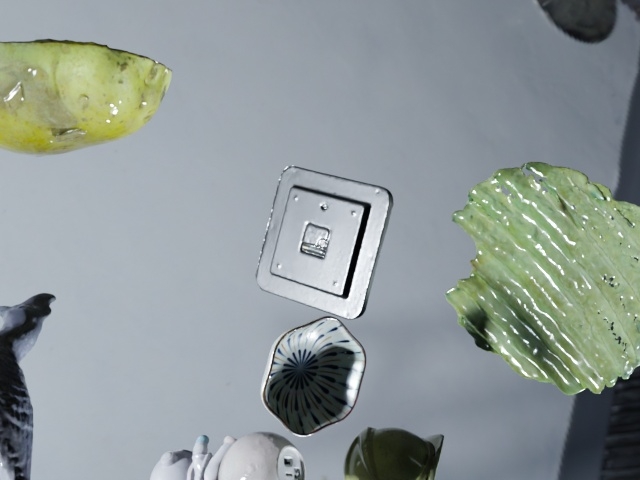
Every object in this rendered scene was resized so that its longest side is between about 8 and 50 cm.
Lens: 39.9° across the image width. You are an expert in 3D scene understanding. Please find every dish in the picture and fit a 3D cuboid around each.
[{"bbox_3d":[-0.022,0.204,1.369,0.191,0.066,0.190,-6,101,-33],"label":"dish"}]

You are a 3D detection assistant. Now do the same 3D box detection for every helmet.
[{"bbox_3d":[0.118,0.420,1.674,0.137,0.204,0.257,46,28,-7],"label":"helmet"}]

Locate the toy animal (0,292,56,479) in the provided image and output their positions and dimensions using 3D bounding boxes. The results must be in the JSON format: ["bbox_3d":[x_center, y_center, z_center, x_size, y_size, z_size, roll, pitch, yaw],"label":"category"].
[{"bbox_3d":[-0.367,0.196,0.942,0.206,0.081,0.366,12,49,-36],"label":"toy animal"}]

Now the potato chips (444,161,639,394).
[{"bbox_3d":[0.378,0.074,1.439,0.097,0.389,0.373,-11,118,-41],"label":"potato chips"}]

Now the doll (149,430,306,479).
[{"bbox_3d":[-0.167,0.399,1.471,0.151,0.287,0.150,34,50,-53],"label":"doll"}]

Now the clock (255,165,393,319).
[{"bbox_3d":[0.000,0.000,1.793,0.049,0.279,0.273,10,95,-57],"label":"clock"}]

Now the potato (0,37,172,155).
[{"bbox_3d":[-0.307,-0.150,0.980,0.272,0.160,0.111,3,89,7],"label":"potato"}]
